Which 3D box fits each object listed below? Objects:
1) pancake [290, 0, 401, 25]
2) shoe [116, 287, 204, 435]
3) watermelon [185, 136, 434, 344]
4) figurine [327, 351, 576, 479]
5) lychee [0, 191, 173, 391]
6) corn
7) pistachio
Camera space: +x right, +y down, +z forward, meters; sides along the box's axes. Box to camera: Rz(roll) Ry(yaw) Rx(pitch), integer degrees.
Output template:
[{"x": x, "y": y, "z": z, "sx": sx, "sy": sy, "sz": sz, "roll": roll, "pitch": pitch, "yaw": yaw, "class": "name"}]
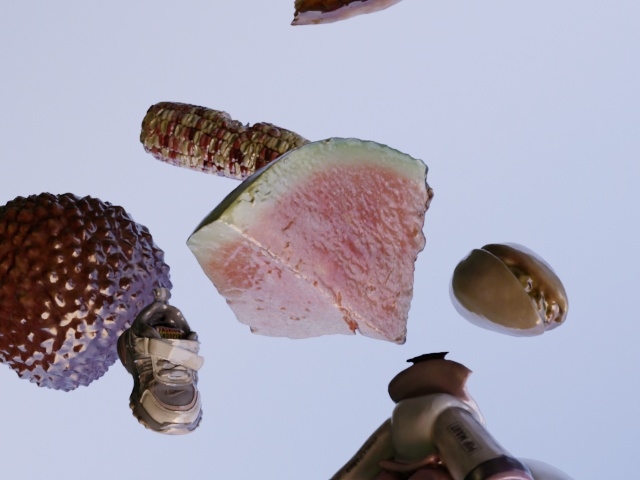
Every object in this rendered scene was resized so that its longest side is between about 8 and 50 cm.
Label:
[{"x": 0.073, "y": -0.356, "z": 1.477, "sx": 0.056, "sy": 0.212, "sz": 0.257, "roll": -72, "pitch": 172, "yaw": -48, "class": "pancake"}, {"x": -0.172, "y": 0.137, "z": 1.407, "sx": 0.092, "sy": 0.089, "sz": 0.180, "roll": -66, "pitch": -147, "yaw": 31, "class": "shoe"}, {"x": 0.000, "y": 0.000, "z": 1.387, "sx": 0.193, "sy": 0.231, "sz": 0.310, "roll": 1, "pitch": -164, "yaw": 29, "class": "watermelon"}, {"x": 0.193, "y": 0.312, "z": 1.350, "sx": 0.253, "sy": 0.361, "sz": 0.211, "roll": -4, "pitch": -136, "yaw": 47, "class": "figurine"}, {"x": -0.346, "y": 0.066, "z": 1.709, "sx": 0.276, "sy": 0.304, "sz": 0.275, "roll": -31, "pitch": -153, "yaw": 17, "class": "lychee"}, {"x": -0.123, "y": -0.134, "z": 1.741, "sx": 0.290, "sy": 0.098, "sz": 0.098, "roll": 13, "pitch": -116, "yaw": 26, "class": "corn"}, {"x": 0.234, "y": 0.066, "z": 1.544, "sx": 0.124, "sy": 0.124, "sz": 0.185, "roll": -53, "pitch": -145, "yaw": 0, "class": "pistachio"}]
